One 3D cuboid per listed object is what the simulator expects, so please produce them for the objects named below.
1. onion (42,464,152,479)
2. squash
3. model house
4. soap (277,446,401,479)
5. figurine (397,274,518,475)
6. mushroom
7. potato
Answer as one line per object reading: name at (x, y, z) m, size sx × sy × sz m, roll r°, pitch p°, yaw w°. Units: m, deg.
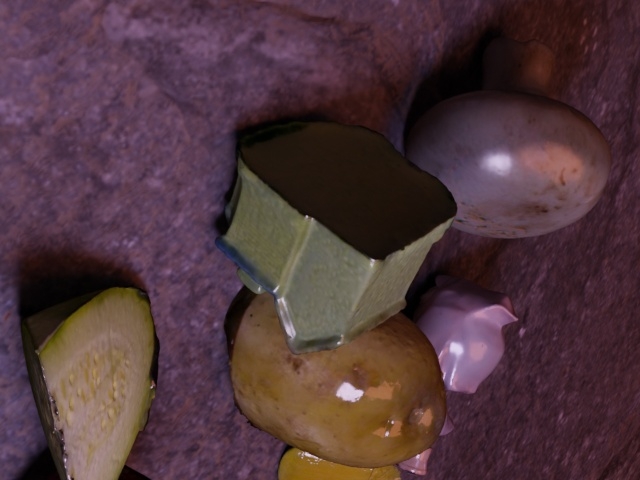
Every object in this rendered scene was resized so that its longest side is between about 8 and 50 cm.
onion at (-0.244, 0.285, 1.554) m, size 0.140 × 0.195 × 0.218 m, roll 5°, pitch 79°, yaw -52°
squash at (-0.208, 0.131, 1.471) m, size 0.155 × 0.204 × 0.237 m, roll -15°, pitch 124°, yaw -17°
model house at (0.000, 0.000, 1.592) m, size 0.195 × 0.214 × 0.189 m, roll -32°, pitch 152°, yaw -50°
soap at (0.029, 0.302, 1.938) m, size 0.168 × 0.033 × 0.089 m, roll 8°, pitch 129°, yaw -10°
figurine at (0.150, 0.173, 1.967) m, size 0.200 × 0.133 × 0.276 m, roll 12°, pitch 109°, yaw -58°
mushroom at (0.222, -0.124, 1.774) m, size 0.243 × 0.243 × 0.243 m, roll -32°, pitch 139°, yaw -32°
potato at (0.034, 0.159, 1.745) m, size 0.242 × 0.242 × 0.285 m, roll -40°, pitch 140°, yaw -23°
